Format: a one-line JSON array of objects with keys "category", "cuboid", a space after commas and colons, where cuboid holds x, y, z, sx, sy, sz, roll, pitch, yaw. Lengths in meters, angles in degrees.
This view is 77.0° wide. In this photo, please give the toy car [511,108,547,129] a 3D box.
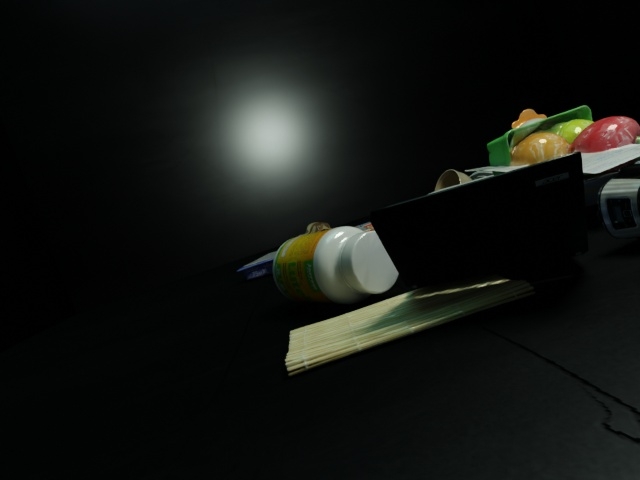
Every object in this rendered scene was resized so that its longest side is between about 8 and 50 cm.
[{"category": "toy car", "cuboid": [0.611, -0.263, 1.169, 0.210, 0.237, 0.219, -15, -13, 7]}]

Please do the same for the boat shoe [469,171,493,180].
[{"category": "boat shoe", "cuboid": [0.604, -0.197, 1.466, 0.119, 0.121, 0.335, -22, 5, -11]}]

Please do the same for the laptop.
[{"category": "laptop", "cuboid": [0.224, -0.023, 0.571, 0.234, 0.136, 0.264, -15, 6, 24]}]

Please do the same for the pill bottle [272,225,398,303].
[{"category": "pill bottle", "cuboid": [0.024, 0.047, 0.738, 0.136, 0.136, 0.246, -21, 5, -33]}]

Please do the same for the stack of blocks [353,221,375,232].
[{"category": "stack of blocks", "cuboid": [0.097, 0.018, 1.106, 0.171, 0.087, 0.297, -18, 5, 1]}]

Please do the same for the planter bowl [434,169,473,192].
[{"category": "planter bowl", "cuboid": [0.496, -0.165, 1.436, 0.109, 0.162, 0.162, 6, -2, -16]}]

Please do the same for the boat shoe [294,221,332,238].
[{"category": "boat shoe", "cuboid": [0.000, 0.000, 1.607, 0.120, 0.122, 0.324, -11, 15, 20]}]

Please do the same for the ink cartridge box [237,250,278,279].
[{"category": "ink cartridge box", "cuboid": [-0.170, 0.081, 1.557, 0.186, 0.065, 0.311, -17, 3, 18]}]

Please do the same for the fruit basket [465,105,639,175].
[{"category": "fruit basket", "cuboid": [0.546, -0.178, 0.846, 0.327, 0.165, 0.353, -20, 19, -13]}]

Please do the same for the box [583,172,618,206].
[{"category": "box", "cuboid": [0.596, -0.117, 0.969, 0.183, 0.056, 0.231, -17, 5, 16]}]

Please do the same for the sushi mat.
[{"category": "sushi mat", "cuboid": [0.107, 0.099, 0.548, 0.317, 0.019, 0.151, -18, 4, -2]}]

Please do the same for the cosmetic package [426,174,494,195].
[{"category": "cosmetic package", "cuboid": [0.438, -0.114, 1.179, 0.086, 0.117, 0.231, -22, 5, -36]}]

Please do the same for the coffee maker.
[{"category": "coffee maker", "cuboid": [0.468, -0.051, 0.475, 0.171, 0.120, 0.178, 5, 1, -11]}]
